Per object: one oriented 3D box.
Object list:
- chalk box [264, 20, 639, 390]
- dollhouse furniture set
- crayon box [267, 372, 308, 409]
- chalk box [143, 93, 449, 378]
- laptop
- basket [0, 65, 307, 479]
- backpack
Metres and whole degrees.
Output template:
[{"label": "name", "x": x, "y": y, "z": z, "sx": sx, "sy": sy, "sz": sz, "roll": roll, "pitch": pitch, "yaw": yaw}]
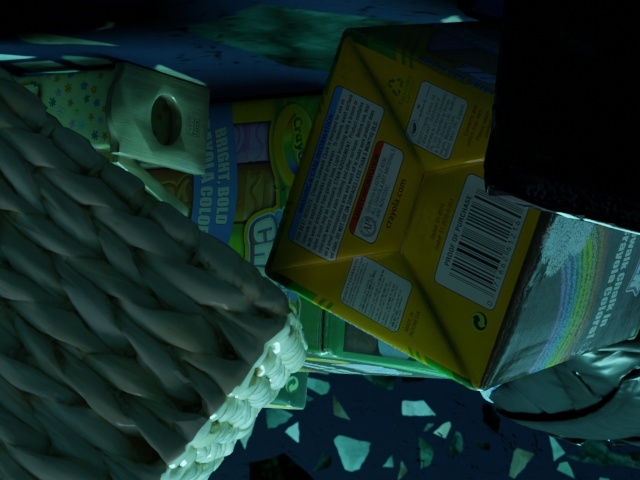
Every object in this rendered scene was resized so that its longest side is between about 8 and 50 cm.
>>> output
[{"label": "chalk box", "x": 0.098, "y": -0.027, "z": 0.931, "sx": 0.132, "sy": 0.132, "sz": 0.213, "roll": 28, "pitch": -160, "yaw": 27}, {"label": "dollhouse furniture set", "x": -0.179, "y": -0.026, "z": 1.240, "sx": 0.182, "sy": 0.161, "sz": 0.101, "roll": -1, "pitch": 172, "yaw": 33}, {"label": "crayon box", "x": -0.190, "y": 0.092, "z": 1.633, "sx": 0.203, "sy": 0.083, "sz": 0.323, "roll": 11, "pitch": 170, "yaw": -42}, {"label": "chalk box", "x": 0.000, "y": 0.000, "z": 1.317, "sx": 0.289, "sy": 0.179, "sz": 0.180, "roll": -2, "pitch": 171, "yaw": 36}, {"label": "laptop", "x": 0.174, "y": -0.040, "z": 0.803, "sx": 0.234, "sy": 0.264, "sz": 0.136, "roll": 14, "pitch": 135, "yaw": -3}, {"label": "basket", "x": -0.204, "y": 0.051, "z": 0.983, "sx": 0.328, "sy": 0.266, "sz": 0.331, "roll": 39, "pitch": 177, "yaw": 5}, {"label": "backpack", "x": 0.266, "y": 0.063, "z": 1.553, "sx": 0.290, "sy": 0.273, "sz": 0.355, "roll": 3, "pitch": 153, "yaw": -10}]
